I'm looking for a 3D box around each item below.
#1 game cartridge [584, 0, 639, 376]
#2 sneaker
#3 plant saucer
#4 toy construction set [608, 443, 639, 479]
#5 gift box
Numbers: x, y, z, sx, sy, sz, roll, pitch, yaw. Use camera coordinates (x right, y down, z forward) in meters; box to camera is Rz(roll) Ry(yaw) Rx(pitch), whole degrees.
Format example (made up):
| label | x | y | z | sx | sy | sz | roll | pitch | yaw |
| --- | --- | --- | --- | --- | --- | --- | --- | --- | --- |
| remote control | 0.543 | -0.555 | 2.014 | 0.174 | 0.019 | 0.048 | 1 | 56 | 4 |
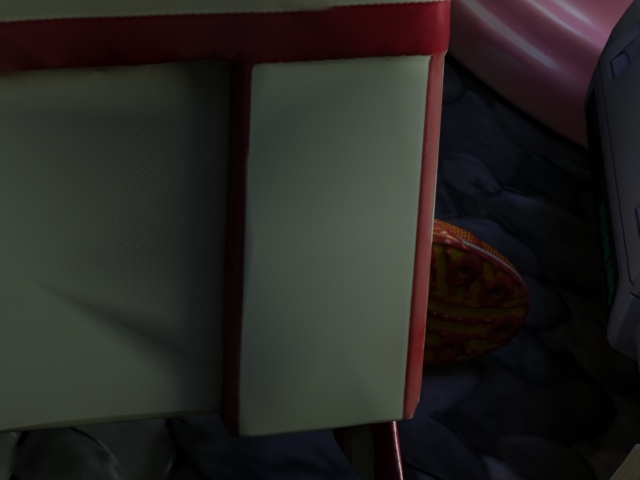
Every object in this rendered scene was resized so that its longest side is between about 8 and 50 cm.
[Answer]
| label | x | y | z | sx | sy | sz | roll | pitch | yaw |
| --- | --- | --- | --- | --- | --- | --- | --- | --- | --- |
| game cartridge | 0.218 | 0.015 | 0.618 | 0.230 | 0.068 | 0.355 | 23 | 25 | -3 |
| sneaker | 0.000 | 0.000 | 0.575 | 0.175 | 0.064 | 0.067 | 17 | 27 | -18 |
| plant saucer | 0.199 | -0.150 | 0.909 | 0.332 | 0.084 | 0.332 | 18 | 33 | -12 |
| toy construction set | 0.022 | 0.130 | 0.242 | 0.257 | 0.237 | 0.309 | 26 | 32 | 0 |
| gift box | -0.086 | -0.076 | 0.379 | 0.258 | 0.255 | 0.276 | -4 | 26 | -17 |
